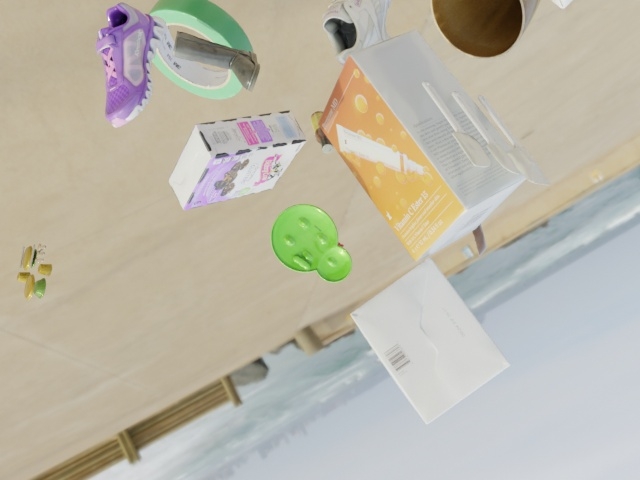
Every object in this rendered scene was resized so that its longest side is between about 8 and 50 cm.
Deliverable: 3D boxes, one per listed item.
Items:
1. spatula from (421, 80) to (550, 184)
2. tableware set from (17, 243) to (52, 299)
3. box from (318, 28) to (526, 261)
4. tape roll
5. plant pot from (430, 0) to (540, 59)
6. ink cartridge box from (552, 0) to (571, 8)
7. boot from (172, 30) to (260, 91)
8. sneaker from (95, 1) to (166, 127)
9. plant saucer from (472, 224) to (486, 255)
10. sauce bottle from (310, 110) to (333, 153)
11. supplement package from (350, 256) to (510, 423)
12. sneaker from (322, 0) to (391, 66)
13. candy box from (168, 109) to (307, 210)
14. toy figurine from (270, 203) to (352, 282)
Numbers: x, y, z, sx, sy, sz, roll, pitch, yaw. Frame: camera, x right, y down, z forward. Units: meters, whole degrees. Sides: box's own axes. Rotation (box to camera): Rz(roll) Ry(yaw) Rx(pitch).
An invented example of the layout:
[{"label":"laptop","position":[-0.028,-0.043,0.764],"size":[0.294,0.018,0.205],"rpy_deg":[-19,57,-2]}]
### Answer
[{"label":"spatula","position":[0.265,-0.179,1.109],"size":[0.168,0.242,0.019],"rpy_deg":[6,130,-26]},{"label":"tableware set","position":[-0.529,0.060,1.255],"size":[0.024,0.104,0.154],"rpy_deg":[13,170,-38]},{"label":"box","position":[0.178,-0.173,1.254],"size":[0.168,0.345,0.215],"rpy_deg":[-27,164,-27]},{"label":"tape roll","position":[-0.347,-0.541,1.916],"size":[0.077,0.321,0.321],"rpy_deg":[-66,-175,-27]},{"label":"plant pot","position":[0.422,-0.592,1.582],"size":[0.254,0.237,0.237],"rpy_deg":[-46,177,-30]},{"label":"ink cartridge box","position":[0.360,-0.554,1.096],"size":[0.207,0.283,0.117],"rpy_deg":[-46,157,15]},{"label":"boot","position":[-0.261,-0.450,1.684],"size":[0.208,0.190,0.076],"rpy_deg":[16,116,-23]},{"label":"sneaker","position":[-0.344,-0.309,1.166],"size":[0.095,0.237,0.104],"rpy_deg":[-10,154,33]},{"label":"plant saucer","position":[0.414,-0.042,1.814],"size":[0.029,0.169,0.168],"rpy_deg":[-17,171,12]},{"label":"sauce bottle","position":[0.006,-0.247,1.554],"size":[0.042,0.128,0.042],"rpy_deg":[-8,137,-7]},{"label":"supplement package","position":[0.220,0.208,1.392],"size":[0.204,0.262,0.145],"rpy_deg":[-35,165,-1]},{"label":"sneaker","position":[0.073,-0.477,1.384],"size":[0.114,0.305,0.152],"rpy_deg":[-21,156,41]},{"label":"candy box","position":[-0.146,-0.142,1.193],"size":[0.196,0.070,0.165],"rpy_deg":[-17,160,-36]},{"label":"toy figurine","position":[0.000,0.000,1.337],"size":[0.130,0.173,0.159],"rpy_deg":[-51,176,13]}]
